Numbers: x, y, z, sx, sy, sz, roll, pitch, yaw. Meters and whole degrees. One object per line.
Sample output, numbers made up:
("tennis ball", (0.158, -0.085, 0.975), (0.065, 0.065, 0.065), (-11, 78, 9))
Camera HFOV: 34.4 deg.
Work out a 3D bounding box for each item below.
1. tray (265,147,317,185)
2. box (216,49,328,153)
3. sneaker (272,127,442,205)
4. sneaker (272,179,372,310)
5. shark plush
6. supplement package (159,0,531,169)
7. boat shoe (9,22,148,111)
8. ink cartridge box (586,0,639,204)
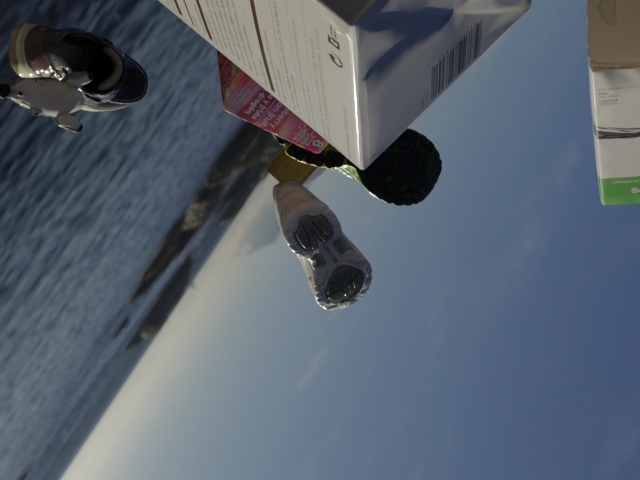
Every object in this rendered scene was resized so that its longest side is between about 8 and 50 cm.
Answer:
("tray", (0.077, -0.274, 1.964), (0.411, 0.076, 0.203), (-47, 177, 18))
("box", (0.016, -0.227, 0.997), (0.257, 0.122, 0.128), (-48, -147, 30))
("sneaker", (0.064, -0.171, 1.801), (0.134, 0.343, 0.146), (-62, -155, 10))
("sneaker", (0.000, 0.000, 1.415), (0.090, 0.232, 0.115), (-27, -135, -3))
("shark plush", (-0.344, -0.167, 1.226), (0.161, 0.067, 0.073), (-11, 113, -47))
("supplement package", (-0.022, -0.225, 0.663), (0.177, 0.293, 0.175), (-44, 161, -13))
("boat shoe", (-0.328, -0.247, 1.501), (0.285, 0.092, 0.103), (17, 82, -65))
("ink cartridge box", (0.331, -0.167, 1.087), (0.219, 0.092, 0.160), (66, 26, -52))
